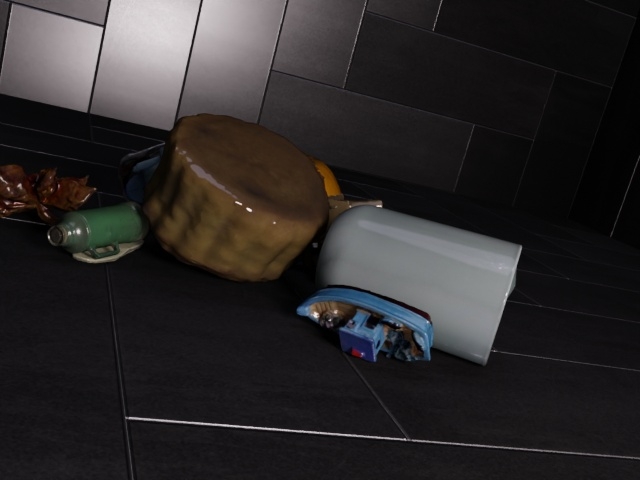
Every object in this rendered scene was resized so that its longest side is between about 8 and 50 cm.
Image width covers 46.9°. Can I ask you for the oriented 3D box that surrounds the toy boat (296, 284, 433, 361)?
[{"bbox_3d":[0.063,0.132,1.114,0.223,0.100,0.097,16,47,27],"label":"toy boat"}]

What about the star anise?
[{"bbox_3d":[-0.510,-0.086,1.314,0.196,0.111,0.212,10,5,-44],"label":"star anise"}]

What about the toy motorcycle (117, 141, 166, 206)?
[{"bbox_3d":[-0.280,-0.145,1.597,0.241,0.182,0.319,12,15,43],"label":"toy motorcycle"}]

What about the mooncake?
[{"bbox_3d":[-0.151,-0.072,1.326,0.324,0.187,0.324,27,30,-17],"label":"mooncake"}]

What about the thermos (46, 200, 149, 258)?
[{"bbox_3d":[-0.372,-0.015,1.228,0.073,0.083,0.187,-2,7,26],"label":"thermos"}]

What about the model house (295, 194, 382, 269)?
[{"bbox_3d":[0.000,0.000,1.486,0.248,0.176,0.181,-4,16,-8],"label":"model house"}]

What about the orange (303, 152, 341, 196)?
[{"bbox_3d":[-0.065,-0.128,1.844,0.249,0.183,0.249,15,14,-4],"label":"orange"}]

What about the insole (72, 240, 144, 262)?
[{"bbox_3d":[-0.361,0.015,1.274,0.063,0.010,0.192,17,13,9],"label":"insole"}]

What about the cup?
[{"bbox_3d":[0.161,0.062,1.237,0.312,0.205,0.205,18,13,15],"label":"cup"}]
